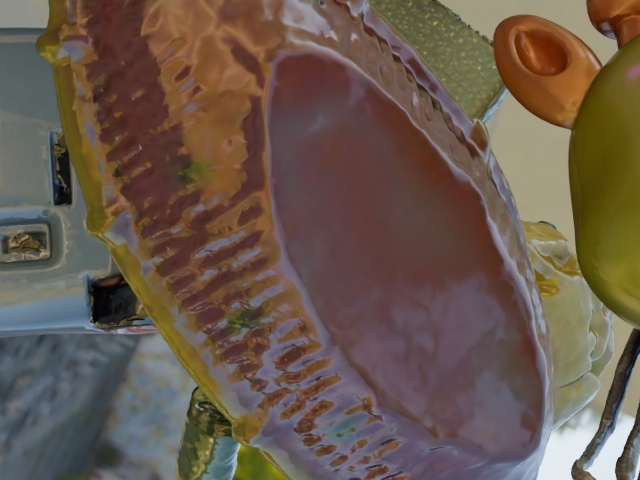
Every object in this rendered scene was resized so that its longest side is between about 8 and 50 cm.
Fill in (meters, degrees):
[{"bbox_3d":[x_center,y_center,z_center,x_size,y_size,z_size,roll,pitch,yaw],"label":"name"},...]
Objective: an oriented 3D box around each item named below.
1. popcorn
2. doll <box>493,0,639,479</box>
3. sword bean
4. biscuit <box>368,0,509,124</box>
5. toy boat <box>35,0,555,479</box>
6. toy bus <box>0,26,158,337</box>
[{"bbox_3d":[0.079,0.043,0.930,0.148,0.167,0.152,-46,-164,35],"label":"popcorn"},{"bbox_3d":[0.130,0.005,0.496,0.135,0.143,0.221,100,-13,-59],"label":"doll"},{"bbox_3d":[-0.067,0.159,0.942,0.043,0.038,0.269,-44,161,-28],"label":"sword bean"},{"bbox_3d":[0.026,-0.075,1.260,0.252,0.150,0.052,-54,174,-11],"label":"biscuit"},{"bbox_3d":[0.005,0.002,0.571,0.141,0.318,0.099,-44,-152,-21],"label":"toy boat"},{"bbox_3d":[-0.177,-0.022,1.042,0.232,0.288,0.194,125,-40,-76],"label":"toy bus"}]
